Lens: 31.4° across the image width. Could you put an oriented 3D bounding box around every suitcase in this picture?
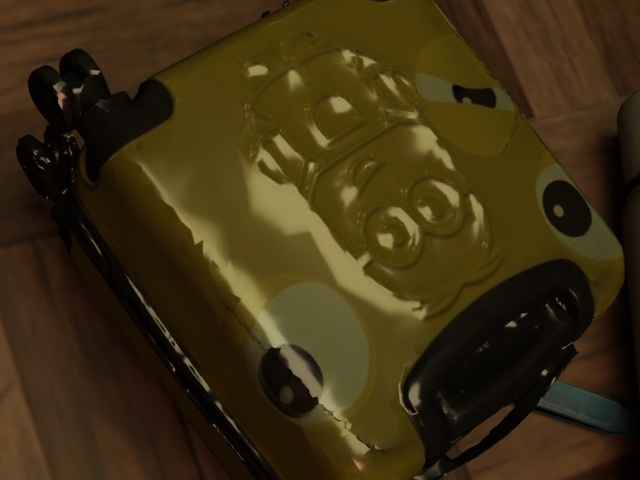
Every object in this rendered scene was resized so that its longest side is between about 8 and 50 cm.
[{"bbox_3d":[0.000,0.000,0.523,0.194,0.143,0.235,-34,83,-29],"label":"suitcase"}]

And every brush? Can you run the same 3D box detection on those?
[{"bbox_3d":[0.166,0.099,0.621,0.164,0.014,0.051,19,63,-12],"label":"brush"}]

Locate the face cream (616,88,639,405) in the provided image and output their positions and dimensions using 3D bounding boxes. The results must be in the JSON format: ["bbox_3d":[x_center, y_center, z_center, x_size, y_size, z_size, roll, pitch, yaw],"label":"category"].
[{"bbox_3d":[0.220,0.063,0.615,0.143,0.089,0.314,5,70,-20],"label":"face cream"}]
